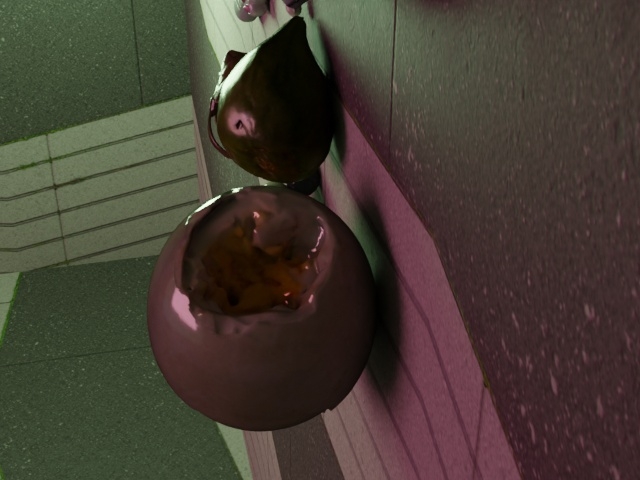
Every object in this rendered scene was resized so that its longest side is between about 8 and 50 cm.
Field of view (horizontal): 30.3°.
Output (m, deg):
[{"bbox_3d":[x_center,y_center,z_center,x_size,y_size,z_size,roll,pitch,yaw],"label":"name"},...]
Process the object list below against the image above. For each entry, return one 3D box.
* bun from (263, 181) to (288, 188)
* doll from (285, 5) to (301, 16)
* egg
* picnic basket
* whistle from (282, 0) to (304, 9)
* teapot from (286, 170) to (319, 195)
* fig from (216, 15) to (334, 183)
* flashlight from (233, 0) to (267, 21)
[{"bbox_3d":[-0.072,0.004,1.754,0.183,0.102,0.183,-16,-90,-72],"label":"bun"},{"bbox_3d":[-0.054,-0.397,1.674,0.113,0.072,0.135,65,-166,-51],"label":"doll"},{"bbox_3d":[-0.070,0.098,1.449,0.336,0.278,0.278,89,170,-58],"label":"egg"},{"bbox_3d":[-0.124,-0.212,1.979,0.138,0.128,0.178,103,168,-68],"label":"picnic basket"},{"bbox_3d":[-0.017,-0.338,1.188,0.290,0.164,0.163,-168,71,-79],"label":"whistle"},{"bbox_3d":[-0.024,-0.101,1.753,0.049,0.064,0.083,-53,31,29],"label":"teapot"},{"bbox_3d":[-0.067,-0.187,1.577,0.167,0.167,0.233,105,148,-66],"label":"fig"},{"bbox_3d":[-0.126,-0.429,2.082,0.200,0.048,0.093,-179,81,-80],"label":"flashlight"}]
